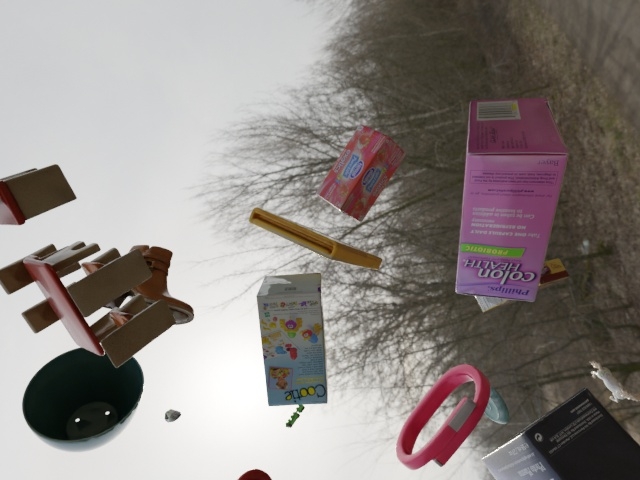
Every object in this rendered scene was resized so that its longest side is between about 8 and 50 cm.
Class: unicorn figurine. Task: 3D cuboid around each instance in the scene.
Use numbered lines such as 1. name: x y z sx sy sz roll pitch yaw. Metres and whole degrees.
1. unicorn figurine: 0.831 0.409 1.146 0.162 0.060 0.111 41 174 29

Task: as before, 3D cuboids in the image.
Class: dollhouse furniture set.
1. dollhouse furniture set: -0.361 0.044 0.535 0.135 0.262 0.259 -42 -56 -44

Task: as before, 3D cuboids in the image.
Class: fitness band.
1. fitness band: 0.294 0.427 0.989 0.054 0.291 0.209 41 176 3

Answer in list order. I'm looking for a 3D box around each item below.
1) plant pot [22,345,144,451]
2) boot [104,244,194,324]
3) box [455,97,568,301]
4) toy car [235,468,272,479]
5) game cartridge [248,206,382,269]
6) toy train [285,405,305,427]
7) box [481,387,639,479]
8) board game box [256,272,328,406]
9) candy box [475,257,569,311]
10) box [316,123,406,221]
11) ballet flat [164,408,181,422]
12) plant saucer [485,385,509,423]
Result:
1. plant pot: -0.661 0.479 1.172 0.290 0.290 0.195 -72 -1 -54
2. boot: -0.325 0.080 0.815 0.152 0.197 0.073 -76 5 -49
3. box: 0.283 -0.069 0.640 0.213 0.117 0.243 -63 -30 -49
4. toy car: -0.120 0.508 0.757 0.159 0.182 0.136 10 -93 -25
5. game cartridge: 0.000 0.000 1.158 0.324 0.285 0.052 14 -81 -60
6. toy train: -0.077 0.542 1.258 0.083 0.024 0.017 -49 -46 -34
7. box: 0.519 0.504 0.806 0.294 0.183 0.296 54 162 33
8. board game box: -0.060 0.232 0.976 0.142 0.144 0.275 -89 -5 -77
9. candy box: 0.480 0.111 0.985 0.109 0.186 0.053 -8 -113 -27
10. box: 0.123 -0.204 1.249 0.123 0.256 0.128 25 -169 -48
11. ballet flat: -0.478 0.560 1.306 0.041 0.114 0.041 15 -122 -26
12. plant saucer: 0.501 0.483 1.199 0.119 0.021 0.119 163 90 -73
